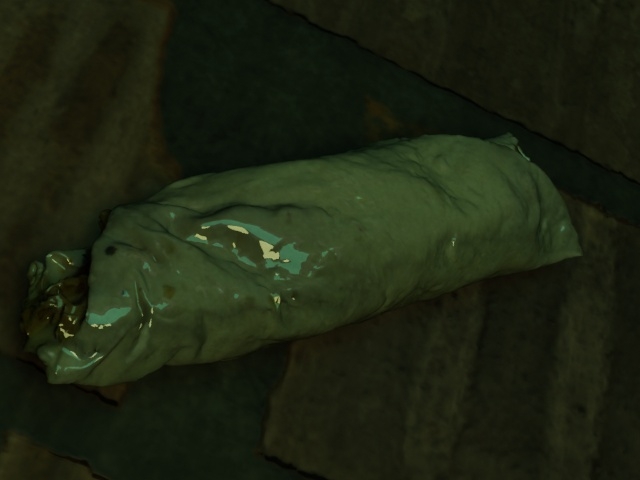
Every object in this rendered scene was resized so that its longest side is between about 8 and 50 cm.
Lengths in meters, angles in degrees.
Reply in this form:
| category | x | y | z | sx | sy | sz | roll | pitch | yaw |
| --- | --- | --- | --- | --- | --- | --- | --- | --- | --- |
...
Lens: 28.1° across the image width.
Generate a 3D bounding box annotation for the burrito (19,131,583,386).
| category | x | y | z | sx | sy | sz | roll | pitch | yaw |
| --- | --- | --- | --- | --- | --- | --- | --- | --- | --- |
| burrito | 0.000 | 0.000 | 0.763 | 0.392 | 0.076 | 0.117 | -13 | 60 | -34 |
